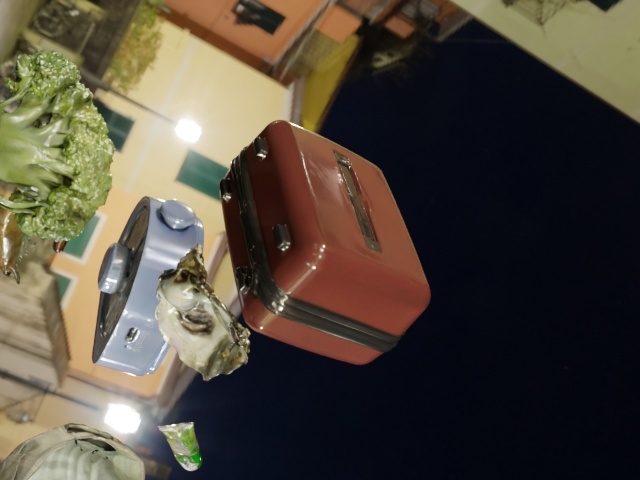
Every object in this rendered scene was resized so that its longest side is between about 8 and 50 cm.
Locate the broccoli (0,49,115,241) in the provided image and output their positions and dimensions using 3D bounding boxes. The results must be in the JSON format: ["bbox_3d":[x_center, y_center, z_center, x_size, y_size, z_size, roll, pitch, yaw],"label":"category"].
[{"bbox_3d":[-0.406,-0.150,1.190,0.302,0.186,0.254,69,42,-66],"label":"broccoli"}]

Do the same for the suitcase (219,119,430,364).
[{"bbox_3d":[0.000,0.000,1.062,0.161,0.236,0.297,-48,-142,27],"label":"suitcase"}]

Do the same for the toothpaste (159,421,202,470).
[{"bbox_3d":[-0.299,0.454,1.781,0.248,0.078,0.047,88,-4,-54],"label":"toothpaste"}]

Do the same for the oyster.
[{"bbox_3d":[-0.206,0.137,1.403,0.083,0.214,0.223,-34,177,-45],"label":"oyster"}]

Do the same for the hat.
[{"bbox_3d":[-0.317,0.373,1.018,0.161,0.232,0.275,-39,-126,32],"label":"hat"}]

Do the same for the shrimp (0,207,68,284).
[{"bbox_3d":[-0.557,-0.010,1.575,0.058,0.173,0.253,59,-32,27],"label":"shrimp"}]

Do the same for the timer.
[{"bbox_3d":[-0.391,0.069,1.782,0.395,0.173,0.395,-50,-151,41],"label":"timer"}]
